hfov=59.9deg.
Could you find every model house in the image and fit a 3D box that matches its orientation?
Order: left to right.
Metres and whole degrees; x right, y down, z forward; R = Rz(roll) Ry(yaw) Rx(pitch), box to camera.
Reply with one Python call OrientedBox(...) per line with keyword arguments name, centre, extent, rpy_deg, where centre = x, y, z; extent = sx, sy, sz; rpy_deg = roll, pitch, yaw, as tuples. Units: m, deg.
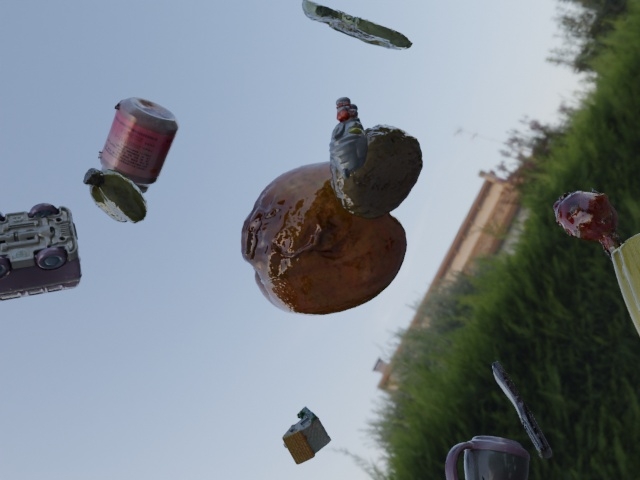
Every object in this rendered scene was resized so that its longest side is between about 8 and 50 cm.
OrientedBox(name="model house", centre=(-0.047, 0.471, 1.349), extent=(0.100, 0.101, 0.087), rpy_deg=(-33, -76, -19))

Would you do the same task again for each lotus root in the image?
OrientedBox(name="lotus root", centre=(-0.414, -0.095, 1.129), extent=(0.183, 0.091, 0.077), rpy_deg=(65, -149, -62))

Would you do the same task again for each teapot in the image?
OrientedBox(name="teapot", centre=(0.306, 0.429, 0.992), extent=(0.148, 0.116, 0.145), rpy_deg=(37, -126, -38))

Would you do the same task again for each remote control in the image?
OrientedBox(name="remote control", centre=(0.413, 0.347, 1.149), extent=(0.028, 0.212, 0.059), rpy_deg=(-28, -44, 6))

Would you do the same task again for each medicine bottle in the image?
OrientedBox(name="medicine bottle", centre=(-0.435, -0.198, 1.298), extent=(0.147, 0.147, 0.247), rpy_deg=(-12, -45, -59))

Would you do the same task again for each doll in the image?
OrientedBox(name="doll", centre=(0.050, -0.191, 1.021), extent=(0.094, 0.079, 0.180), rpy_deg=(37, -135, -44))

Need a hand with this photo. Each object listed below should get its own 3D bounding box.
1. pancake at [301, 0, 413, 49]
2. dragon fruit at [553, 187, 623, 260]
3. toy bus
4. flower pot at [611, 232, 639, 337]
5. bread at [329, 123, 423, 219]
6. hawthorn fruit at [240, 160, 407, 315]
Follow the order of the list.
OrientedBox(name="pancake", centre=(0.079, -0.453, 1.182), extent=(0.254, 0.254, 0.037), rpy_deg=(-9, -56, -60))
OrientedBox(name="dragon fruit", centre=(0.686, -0.031, 1.375), extent=(0.126, 0.246, 0.125), rpy_deg=(-14, -35, -14))
OrientedBox(name="toy bus", centre=(-0.565, 0.028, 1.046), extent=(0.203, 0.141, 0.142), rpy_deg=(-10, -33, -25))
OrientedBox(name="flower pot", centre=(0.616, 0.065, 0.965), extent=(0.195, 0.179, 0.195), rpy_deg=(-19, -20, -7))
OrientedBox(name="bread", centre=(0.121, -0.161, 1.248), extent=(0.230, 0.123, 0.229), rpy_deg=(-22, -42, -22))
OrientedBox(name="hawthorn fruit", centre=(0.000, 0.000, 1.583), extent=(0.472, 0.472, 0.471), rpy_deg=(-44, -32, -36))
